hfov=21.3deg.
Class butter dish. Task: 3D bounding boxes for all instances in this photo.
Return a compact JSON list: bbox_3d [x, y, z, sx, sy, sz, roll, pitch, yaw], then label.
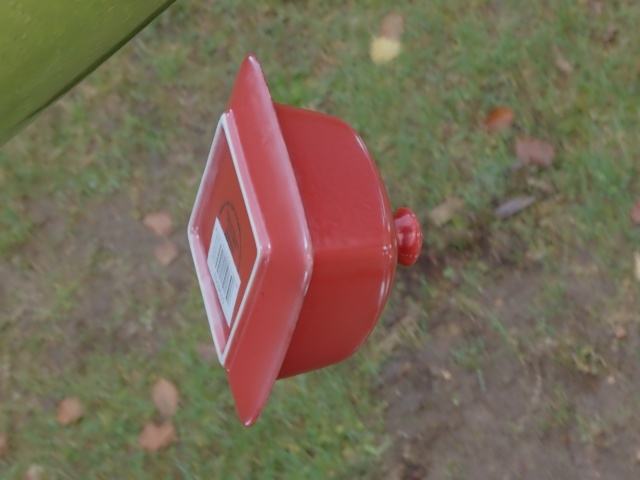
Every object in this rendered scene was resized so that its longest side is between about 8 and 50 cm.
[{"bbox_3d":[0.000,0.000,0.956,0.118,0.160,0.160,-1,50,-21],"label":"butter dish"}]

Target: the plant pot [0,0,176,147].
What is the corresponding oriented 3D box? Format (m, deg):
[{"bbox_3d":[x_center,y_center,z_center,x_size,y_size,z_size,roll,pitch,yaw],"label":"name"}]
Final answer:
[{"bbox_3d":[-0.139,-0.113,0.392,0.294,0.274,0.274,-24,54,1],"label":"plant pot"}]
